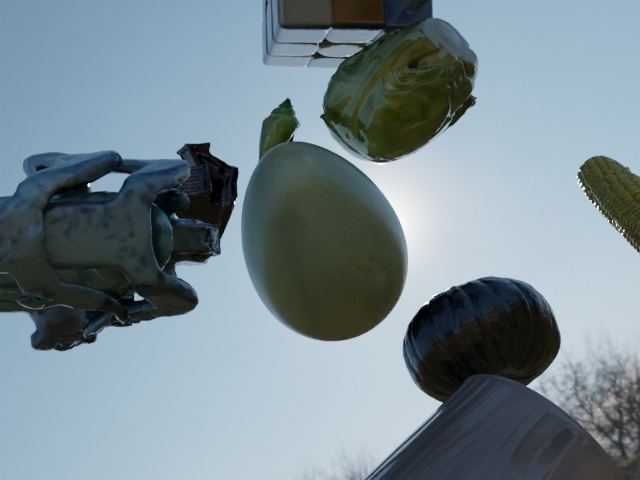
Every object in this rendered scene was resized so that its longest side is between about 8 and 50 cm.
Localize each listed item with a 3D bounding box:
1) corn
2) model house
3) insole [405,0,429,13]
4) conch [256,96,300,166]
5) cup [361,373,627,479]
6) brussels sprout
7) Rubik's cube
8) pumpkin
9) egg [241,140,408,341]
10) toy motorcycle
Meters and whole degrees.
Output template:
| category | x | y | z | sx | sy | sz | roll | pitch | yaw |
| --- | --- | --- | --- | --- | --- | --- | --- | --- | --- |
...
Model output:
| category | x | y | z | sx | sy | sz | roll | pitch | yaw |
| --- | --- | --- | --- | --- | --- | --- | --- | --- | --- |
| corn | 0.377 | -0.030 | 0.743 | 0.067 | 0.206 | 0.067 | -12 | -47 | -13 |
| model house | -0.268 | -0.117 | 1.388 | 0.164 | 0.203 | 0.141 | 22 | -47 | -26 |
| insole | 0.243 | -0.516 | 1.251 | 0.193 | 0.065 | 0.006 | -37 | -57 | 26 |
| conch | -0.093 | -0.227 | 1.402 | 0.095 | 0.079 | 0.200 | 30 | -100 | -65 |
| cup | 0.147 | 0.315 | 0.596 | 0.273 | 0.288 | 0.208 | -31 | 9 | -26 |
| brussels sprout | 0.153 | -0.292 | 1.293 | 0.328 | 0.247 | 0.328 | -43 | 7 | 6 |
| Rubik's cube | 0.044 | -0.607 | 1.474 | 0.347 | 0.344 | 0.347 | -3 | 3 | -10 |
| pumpkin | 0.200 | 0.126 | 0.805 | 0.202 | 0.140 | 0.202 | -13 | -36 | -10 |
| egg | 0.000 | 0.000 | 0.859 | 0.218 | 0.218 | 0.295 | -25 | -62 | 2 |
| toy motorcycle | -0.211 | 0.008 | 0.461 | 0.260 | 0.154 | 0.206 | -6 | -3 | 13 |
